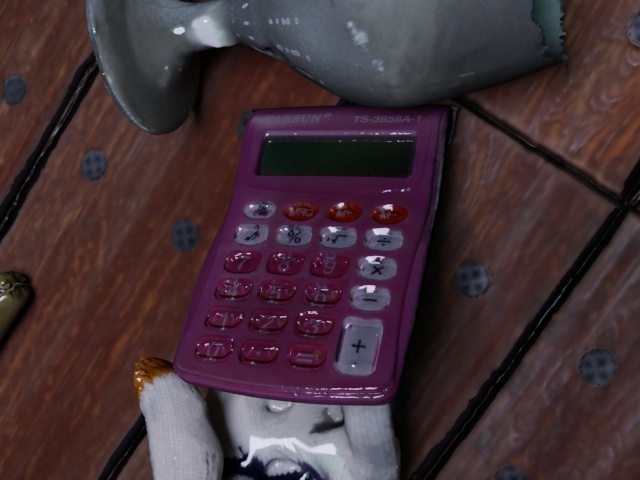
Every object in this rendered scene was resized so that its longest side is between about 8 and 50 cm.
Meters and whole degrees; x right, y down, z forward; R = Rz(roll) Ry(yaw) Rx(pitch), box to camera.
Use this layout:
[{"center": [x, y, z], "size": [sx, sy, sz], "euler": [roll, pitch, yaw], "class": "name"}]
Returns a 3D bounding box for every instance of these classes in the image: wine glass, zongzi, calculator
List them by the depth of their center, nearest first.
[{"center": [0.004, -0.128, 0.481], "size": [0.241, 0.126, 0.126], "euler": [-7, 88, 21], "class": "wine glass"}, {"center": [0.000, 0.000, 0.491], "size": [0.126, 0.034, 0.191], "euler": [4, 59, 19], "class": "calculator"}, {"center": [-0.224, 0.068, 0.611], "size": [0.076, 0.040, 0.083], "euler": [-19, 96, 12], "class": "zongzi"}]

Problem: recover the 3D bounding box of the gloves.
[{"center": [-0.021, 0.128, 0.501], "size": [0.140, 0.131, 0.219], "euler": [-12, 49, 7], "class": "gloves"}]
